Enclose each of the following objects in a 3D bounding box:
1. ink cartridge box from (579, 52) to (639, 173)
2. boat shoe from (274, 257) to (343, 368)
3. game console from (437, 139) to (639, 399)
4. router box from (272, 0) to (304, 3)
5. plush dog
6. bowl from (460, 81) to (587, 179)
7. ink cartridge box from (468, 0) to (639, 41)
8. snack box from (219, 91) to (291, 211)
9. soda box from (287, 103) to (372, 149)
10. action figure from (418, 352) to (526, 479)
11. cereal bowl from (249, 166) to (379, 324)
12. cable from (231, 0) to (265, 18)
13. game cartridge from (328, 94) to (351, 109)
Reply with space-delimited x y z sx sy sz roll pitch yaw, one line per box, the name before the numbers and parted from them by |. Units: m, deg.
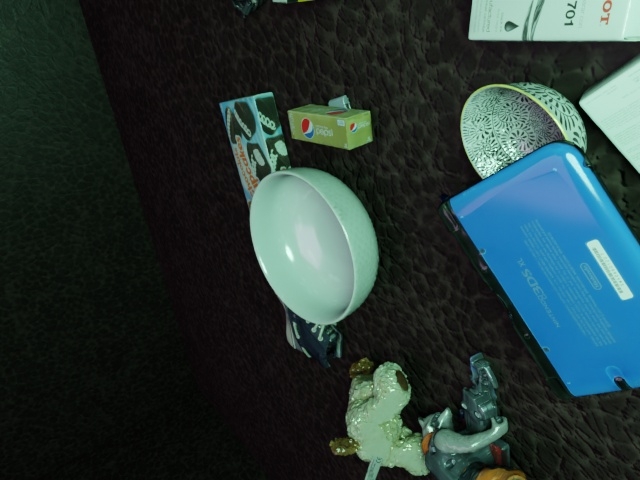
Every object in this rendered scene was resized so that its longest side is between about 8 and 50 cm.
ink cartridge box | 0.386 -0.124 0.480 0.179 0.045 0.145 46 148 -4
boat shoe | -0.017 0.186 1.241 0.158 0.127 0.341 28 142 36
game console | 0.296 0.031 0.617 0.250 0.173 0.293 -32 91 45
router box | -0.019 -0.474 0.735 0.046 0.133 0.179 32 137 43
plush dog | 0.127 0.405 1.105 0.225 0.210 0.262 -68 -44 -82
bowl | 0.264 -0.130 0.586 0.170 0.080 0.170 52 165 20
ink cartridge box | 0.252 -0.275 0.476 0.190 0.082 0.140 38 134 56
snack box | -0.152 -0.202 1.207 0.187 0.060 0.322 14 123 53
soda box | 0.015 -0.221 0.906 0.181 0.061 0.058 25 132 47
action figure | 0.273 0.393 0.850 0.330 0.178 0.341 -148 44 -72
cereal bowl | 0.000 0.000 1.025 0.339 0.141 0.339 27 129 40
cable | -0.170 -0.573 0.981 0.150 0.047 0.184 -20 94 59
game cartridge | 0.042 -0.238 0.929 0.056 0.017 0.083 8 118 59
